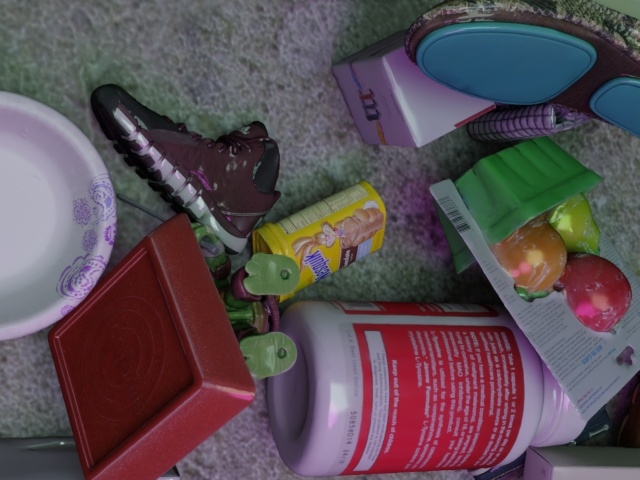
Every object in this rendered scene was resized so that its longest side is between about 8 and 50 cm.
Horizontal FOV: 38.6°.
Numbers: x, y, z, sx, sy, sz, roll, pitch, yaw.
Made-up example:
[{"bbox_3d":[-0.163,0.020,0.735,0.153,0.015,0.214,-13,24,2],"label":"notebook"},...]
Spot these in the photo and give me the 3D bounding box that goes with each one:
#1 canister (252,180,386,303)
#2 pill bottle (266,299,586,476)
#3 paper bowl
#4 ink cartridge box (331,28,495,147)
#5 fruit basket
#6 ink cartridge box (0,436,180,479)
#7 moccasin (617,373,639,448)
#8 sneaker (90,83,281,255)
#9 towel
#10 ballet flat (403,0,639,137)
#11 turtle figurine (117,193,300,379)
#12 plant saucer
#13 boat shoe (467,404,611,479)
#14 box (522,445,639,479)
[{"bbox_3d":[0.000,0.000,1.231,0.170,0.126,0.073,-27,60,-19],"label":"canister"},{"bbox_3d":[0.150,0.198,1.247,0.408,0.229,0.229,3,95,-20],"label":"pill bottle"},{"bbox_3d":[-0.389,-0.032,1.070,0.284,0.148,0.284,-2,95,-20],"label":"paper bowl"},{"bbox_3d":[0.120,-0.208,1.224,0.128,0.176,0.127,-29,107,-14],"label":"ink cartridge box"},{"bbox_3d":[0.320,0.040,1.260,0.327,0.165,0.353,-24,83,-47],"label":"fruit basket"},{"bbox_3d":[-0.333,0.454,1.133,0.279,0.160,0.384,3,94,-21],"label":"ink cartridge box"},{"bbox_3d":[0.561,0.265,1.463,0.139,0.147,0.380,14,94,-6],"label":"moccasin"},{"bbox_3d":[-0.155,-0.126,1.181,0.162,0.106,0.281,-47,119,-15],"label":"sneaker"},{"bbox_3d":[0.360,-0.239,1.279,0.284,0.235,0.121,-26,98,-16],"label":"towel"},{"bbox_3d":[0.314,-0.230,1.085,0.483,0.164,0.182,12,63,-20],"label":"ballet flat"},{"bbox_3d":[-0.152,0.085,1.097,0.275,0.266,0.197,41,66,-20],"label":"turtle figurine"},{"bbox_3d":[-0.212,0.135,1.036,0.259,0.258,0.048,-41,146,22],"label":"plant saucer"},{"bbox_3d":[0.341,0.315,1.405,0.255,0.095,0.079,-26,93,-25],"label":"boat shoe"},{"bbox_3d":[0.436,0.364,1.327,0.275,0.094,0.113,6,97,-11],"label":"box"}]
